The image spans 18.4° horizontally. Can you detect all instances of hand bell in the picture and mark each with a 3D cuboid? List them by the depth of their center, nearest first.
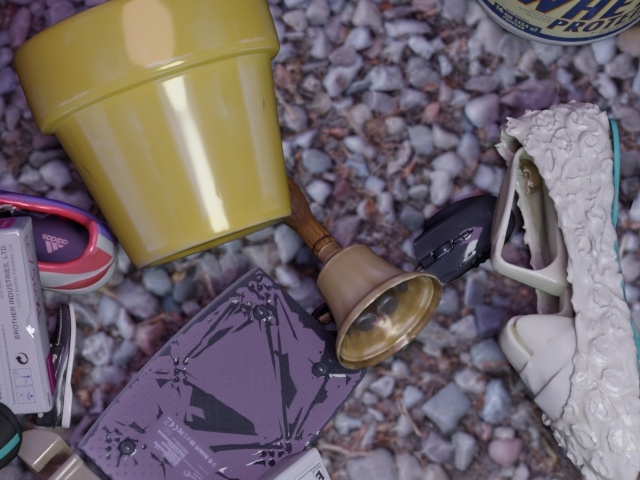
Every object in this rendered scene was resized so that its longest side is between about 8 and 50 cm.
[{"bbox_3d":[0.000,0.000,1.973,0.126,0.126,0.242,-34,61,-11],"label":"hand bell"}]

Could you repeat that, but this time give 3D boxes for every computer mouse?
[{"bbox_3d":[0.095,0.028,2.009,0.242,0.041,0.071,-34,82,-10],"label":"computer mouse"}]

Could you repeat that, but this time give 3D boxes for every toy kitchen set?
[{"bbox_3d":[-0.247,0.307,1.897,0.207,0.122,0.166,38,76,26],"label":"toy kitchen set"}]

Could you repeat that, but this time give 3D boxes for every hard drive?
[{"bbox_3d":[-0.096,0.168,1.954,0.172,0.054,0.254,43,77,6],"label":"hard drive"}]

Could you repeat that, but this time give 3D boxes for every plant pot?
[{"bbox_3d":[-0.141,-0.109,1.926,0.254,0.254,0.239,-20,88,-9],"label":"plant pot"}]

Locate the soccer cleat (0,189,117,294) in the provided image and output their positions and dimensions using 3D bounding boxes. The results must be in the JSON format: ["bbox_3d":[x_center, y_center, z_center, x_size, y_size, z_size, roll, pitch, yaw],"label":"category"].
[{"bbox_3d":[-0.358,-0.017,1.947,0.318,0.116,0.108,10,76,-2],"label":"soccer cleat"}]

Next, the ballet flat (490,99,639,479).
[{"bbox_3d":[0.233,0.054,1.962,0.147,0.147,0.408,-1,68,-4],"label":"ballet flat"}]

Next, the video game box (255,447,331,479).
[{"bbox_3d":[-0.031,0.318,1.840,0.048,0.205,0.187,-22,95,35],"label":"video game box"}]

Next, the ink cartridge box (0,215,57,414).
[{"bbox_3d":[-0.419,0.082,1.894,0.311,0.065,0.185,-6,106,2],"label":"ink cartridge box"}]

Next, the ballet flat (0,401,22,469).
[{"bbox_3d":[-0.418,0.212,1.858,0.280,0.096,0.095,-17,113,10],"label":"ballet flat"}]

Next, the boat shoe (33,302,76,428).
[{"bbox_3d":[-0.263,0.123,1.959,0.038,0.046,0.125,4,84,-8],"label":"boat shoe"}]

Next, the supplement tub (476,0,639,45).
[{"bbox_3d":[0.267,-0.349,1.966,0.235,0.325,0.235,1,77,-4],"label":"supplement tub"}]
